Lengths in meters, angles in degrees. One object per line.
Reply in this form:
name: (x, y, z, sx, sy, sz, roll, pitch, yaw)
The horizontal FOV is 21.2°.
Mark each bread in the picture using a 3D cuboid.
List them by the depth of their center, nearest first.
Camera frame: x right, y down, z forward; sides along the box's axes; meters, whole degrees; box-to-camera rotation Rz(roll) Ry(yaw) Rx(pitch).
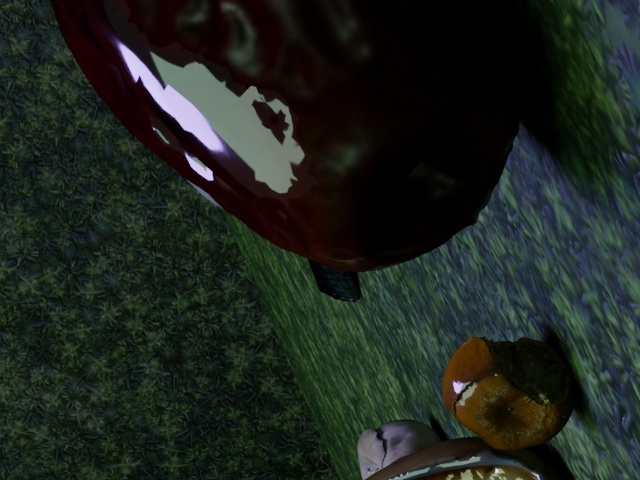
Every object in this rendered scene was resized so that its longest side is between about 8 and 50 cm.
bread: (0.128, 0.233, 1.327, 0.133, 0.251, 0.174, -30, -86, -53)

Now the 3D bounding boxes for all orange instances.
orange: (0.119, 0.094, 1.094, 0.062, 0.086, 0.086, -85, -21, -53)

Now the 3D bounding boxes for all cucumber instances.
cucumber: (0.000, 0.000, 1.820, 0.220, 0.046, 0.070, 74, 173, -64)

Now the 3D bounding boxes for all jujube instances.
jujube: (-0.025, -0.125, 0.920, 0.318, 0.223, 0.223, 51, 166, 37)

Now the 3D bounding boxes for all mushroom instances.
mushroom: (0.089, 0.264, 1.780, 0.154, 0.122, 0.154, 158, 90, -77)

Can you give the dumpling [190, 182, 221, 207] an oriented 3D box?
dumpling: (-0.038, -0.119, 1.350, 0.175, 0.243, 0.227, 4, 150, 38)
